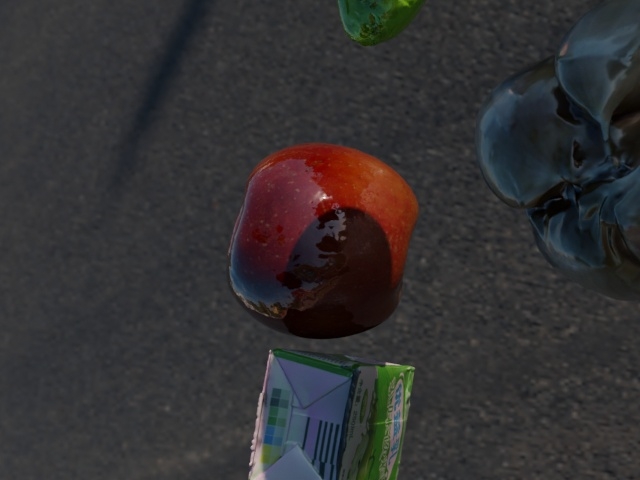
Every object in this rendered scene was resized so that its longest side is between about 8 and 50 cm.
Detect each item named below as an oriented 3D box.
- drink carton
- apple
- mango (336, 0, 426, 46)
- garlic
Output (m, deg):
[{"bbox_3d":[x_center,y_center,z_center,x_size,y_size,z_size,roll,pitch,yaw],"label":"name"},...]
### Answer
[{"bbox_3d":[0.021,0.214,1.497,0.108,0.271,0.161,10,87,20],"label":"drink carton"},{"bbox_3d":[0.000,0.000,1.441,0.218,0.201,0.218,13,-90,-88],"label":"apple"},{"bbox_3d":[0.062,-0.267,1.049,0.125,0.111,0.232,0,68,63],"label":"mango"},{"bbox_3d":[0.197,-0.037,0.771,0.160,0.214,0.191,-24,18,50],"label":"garlic"}]
